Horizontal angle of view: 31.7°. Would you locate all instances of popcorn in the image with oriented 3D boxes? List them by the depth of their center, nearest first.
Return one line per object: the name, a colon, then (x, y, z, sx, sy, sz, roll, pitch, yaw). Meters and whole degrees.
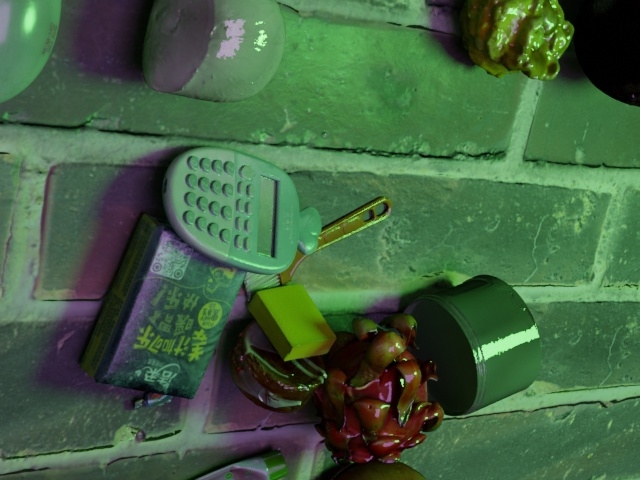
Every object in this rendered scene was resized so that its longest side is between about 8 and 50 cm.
popcorn: (0.327, -0.360, 1.883, 0.197, 0.155, 0.198, -6, 101, -30)

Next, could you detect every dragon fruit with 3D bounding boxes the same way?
dragon fruit: (0.100, 0.254, 1.910, 0.227, 0.307, 0.243, -17, 81, -20)

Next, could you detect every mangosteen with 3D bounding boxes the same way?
mangosteen: (0.602, -0.383, 2.005, 0.297, 0.296, 0.314, 53, 42, -39)

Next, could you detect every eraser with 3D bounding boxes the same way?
eraser: (-0.046, 0.133, 1.830, 0.097, 0.122, 0.045, -8, 142, -41)

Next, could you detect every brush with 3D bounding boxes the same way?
brush: (0.000, 0.000, 1.885, 0.314, 0.017, 0.090, -27, 124, -26)

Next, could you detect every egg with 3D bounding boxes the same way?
egg: (-0.401, -0.289, 1.343, 0.182, 0.183, 0.264, 8, 97, -39)

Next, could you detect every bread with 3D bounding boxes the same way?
bread: (-0.072, 0.202, 1.828, 0.160, 0.160, 0.073, 0, 135, -37)

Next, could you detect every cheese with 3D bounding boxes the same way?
cheese: (-0.139, -0.284, 1.564, 0.189, 0.154, 0.198, 11, 103, -45)

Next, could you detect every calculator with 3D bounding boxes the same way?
calculator: (-0.115, -0.043, 1.711, 0.295, 0.042, 0.184, 18, 65, -39)

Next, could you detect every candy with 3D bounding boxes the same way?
candy: (-0.260, 0.252, 1.797, 0.083, 0.020, 0.030, -16, 145, -33)

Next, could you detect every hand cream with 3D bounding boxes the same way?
hand cream: (-0.186, 0.433, 1.924, 0.275, 0.050, 0.079, -19, 95, -23)

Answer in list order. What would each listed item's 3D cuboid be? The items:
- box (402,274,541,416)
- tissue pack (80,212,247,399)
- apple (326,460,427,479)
box: (0.266, 0.189, 2.028, 0.149, 0.226, 0.226, -17, 119, -31)
tissue pack: (-0.231, 0.106, 1.713, 0.185, 0.081, 0.257, 19, 98, -40)
apple: (0.099, 0.541, 2.076, 0.271, 0.206, 0.252, -29, 128, -26)
